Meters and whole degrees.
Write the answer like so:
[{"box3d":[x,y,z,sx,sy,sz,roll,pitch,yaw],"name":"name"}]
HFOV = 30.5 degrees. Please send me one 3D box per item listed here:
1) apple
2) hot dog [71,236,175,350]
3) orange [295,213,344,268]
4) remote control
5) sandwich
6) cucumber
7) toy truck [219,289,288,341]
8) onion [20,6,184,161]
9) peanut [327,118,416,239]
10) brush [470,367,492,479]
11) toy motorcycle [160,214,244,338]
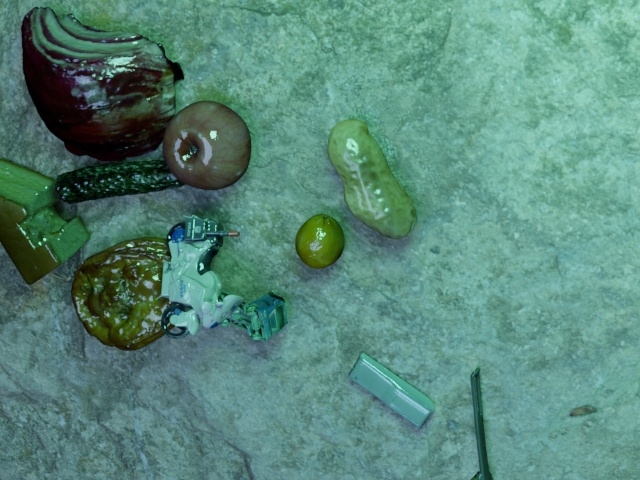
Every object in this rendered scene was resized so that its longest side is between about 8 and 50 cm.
[{"box3d":[-0.192,-0.157,1.960,0.153,0.120,0.153,9,111,24],"name":"apple"},{"box3d":[-0.348,0.098,2.189,0.272,0.122,0.196,-24,97,37],"name":"hot dog"},{"box3d":[0.000,0.000,1.971,0.085,0.085,0.095,26,119,13],"name":"orange"},{"box3d":[0.124,0.268,2.085,0.162,0.029,0.061,34,126,8],"name":"remote control"},{"box3d":[-0.554,-0.052,2.215,0.128,0.122,0.235,-26,102,38],"name":"sandwich"},{"box3d":[-0.342,-0.111,2.106,0.294,0.067,0.067,-6,113,26],"name":"cucumber"},{"box3d":[-0.136,0.123,2.130,0.175,0.081,0.067,16,124,43],"name":"toy truck"},{"box3d":[-0.399,-0.236,2.020,0.315,0.146,0.280,12,125,17],"name":"onion"},{"box3d":[0.079,-0.093,1.871,0.100,0.099,0.214,-15,108,34],"name":"peanut"},{"box3d":[0.273,0.338,2.035,0.027,0.062,0.266,6,114,32],"name":"brush"},{"box3d":[-0.205,0.062,2.055,0.150,0.102,0.221,-2,76,17],"name":"toy motorcycle"}]
